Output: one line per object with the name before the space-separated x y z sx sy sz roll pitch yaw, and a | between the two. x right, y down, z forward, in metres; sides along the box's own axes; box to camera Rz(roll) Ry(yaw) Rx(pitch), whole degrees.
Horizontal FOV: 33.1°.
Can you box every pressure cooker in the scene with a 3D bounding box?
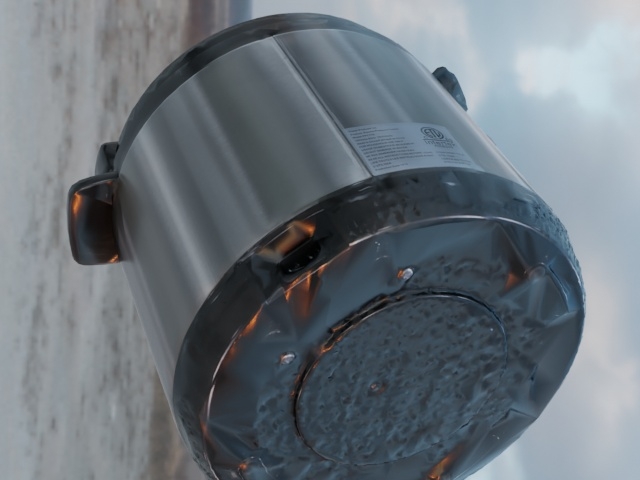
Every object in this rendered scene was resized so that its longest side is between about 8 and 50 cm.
pressure cooker | 0.002 -0.005 1.003 0.375 0.370 0.420 -44 -138 12
